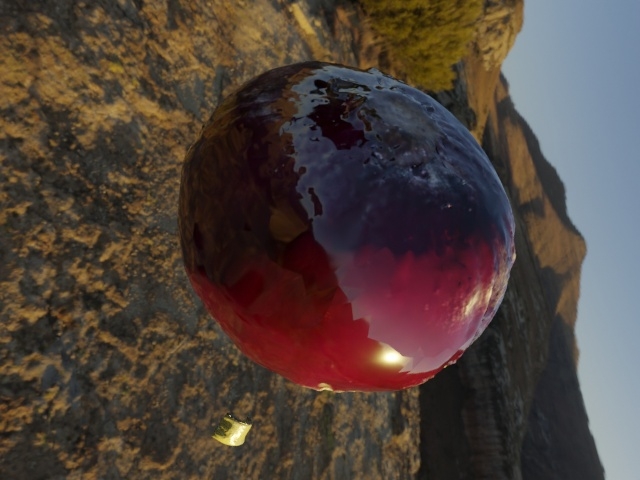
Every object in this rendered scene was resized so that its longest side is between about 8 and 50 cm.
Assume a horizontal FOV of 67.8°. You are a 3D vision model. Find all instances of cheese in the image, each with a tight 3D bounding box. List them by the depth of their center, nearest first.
[{"bbox_3d":[-0.150,0.346,0.878,0.060,0.041,0.084,-58,147,5],"label":"cheese"}]

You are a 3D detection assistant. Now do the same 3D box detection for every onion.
[{"bbox_3d":[0.000,0.000,0.458,0.336,0.282,0.260,42,46,5],"label":"onion"}]
